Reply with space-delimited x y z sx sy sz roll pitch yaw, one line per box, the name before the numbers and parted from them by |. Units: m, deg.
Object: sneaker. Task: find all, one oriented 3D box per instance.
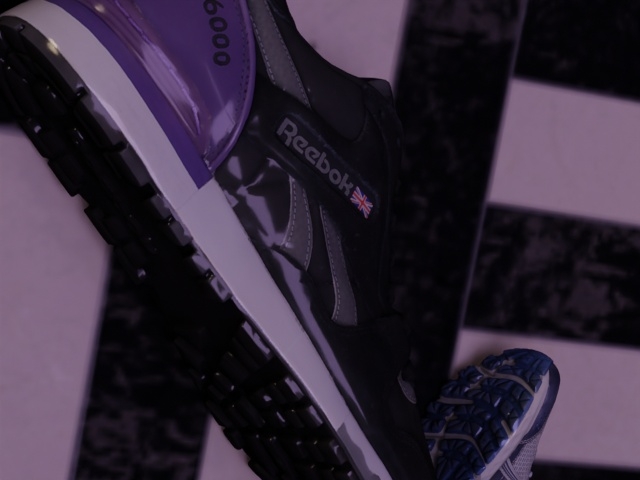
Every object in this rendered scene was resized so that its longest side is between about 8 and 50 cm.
sneaker | 0.000 0.000 0.774 0.124 0.107 0.283 -40 115 -21
sneaker | 0.067 0.109 0.862 0.058 0.052 0.135 28 95 -38
